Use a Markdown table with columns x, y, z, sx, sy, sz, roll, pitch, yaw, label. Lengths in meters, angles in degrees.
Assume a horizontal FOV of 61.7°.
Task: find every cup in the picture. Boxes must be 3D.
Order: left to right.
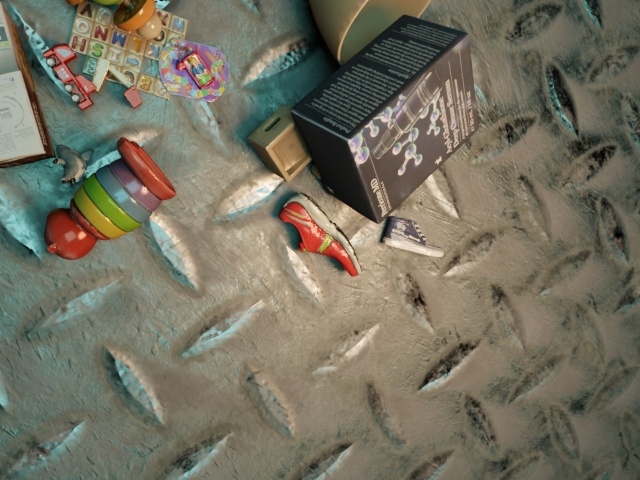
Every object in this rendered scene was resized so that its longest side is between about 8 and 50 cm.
| x | y | z | sx | sy | sz | roll | pitch | yaw | label |
| --- | --- | --- | --- | --- | --- | --- | --- | --- | --- |
| 0.095 | -0.621 | 1.293 | 0.331 | 0.331 | 0.237 | -38 | 80 | -13 | cup |

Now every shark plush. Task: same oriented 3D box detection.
| x | y | z | sx | sy | sz | roll | pitch | yaw | label |
| --- | --- | --- | --- | --- | --- | --- | --- | --- | --- |
| -0.553 | -0.156 | 1.165 | 0.067 | 0.161 | 0.073 | 34 | 118 | -32 | shark plush |

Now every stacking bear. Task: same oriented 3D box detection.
| x | y | z | sx | sy | sz | roll | pitch | yaw | label |
| --- | --- | --- | --- | --- | --- | --- | --- | --- | --- |
| -0.486 | -0.073 | 1.196 | 0.289 | 0.175 | 0.164 | -39 | 100 | -3 | stacking bear |

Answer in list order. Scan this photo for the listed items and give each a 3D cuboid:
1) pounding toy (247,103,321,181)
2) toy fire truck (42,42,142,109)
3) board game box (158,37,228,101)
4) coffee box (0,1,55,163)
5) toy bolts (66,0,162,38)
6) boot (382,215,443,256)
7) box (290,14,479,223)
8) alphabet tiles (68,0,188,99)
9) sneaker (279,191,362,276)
| x | y | z | sx | sy | sz | roll | pitch | yaw | label |
| --- | --- | --- | --- | --- | --- | --- | --- | --- | --- |
| -0.056 | -0.240 | 1.368 | 0.181 | 0.094 | 0.206 | -46 | 139 | -11 | pounding toy |
| -0.506 | -0.363 | 1.203 | 0.135 | 0.047 | 0.192 | -33 | 110 | -9 | toy fire truck |
| -0.299 | -0.410 | 1.284 | 0.168 | 0.033 | 0.133 | 6 | 93 | -24 | board game box |
| -0.655 | -0.306 | 1.098 | 0.119 | 0.168 | 0.297 | -16 | 100 | -18 | coffee box |
| -0.426 | -0.563 | 1.190 | 0.158 | 0.218 | 0.228 | 43 | 64 | -52 | toy bolts |
| 0.272 | -0.011 | 1.517 | 0.190 | 0.069 | 0.086 | 13 | 93 | -19 | boot |
| 0.173 | -0.296 | 1.311 | 0.395 | 0.212 | 0.293 | -43 | 141 | -12 | box |
| -0.446 | -0.460 | 1.244 | 0.237 | 0.009 | 0.198 | 14 | 91 | -21 | alphabet tiles |
| 0.000 | 0.000 | 1.420 | 0.118 | 0.107 | 0.279 | -40 | 105 | 7 | sneaker |
